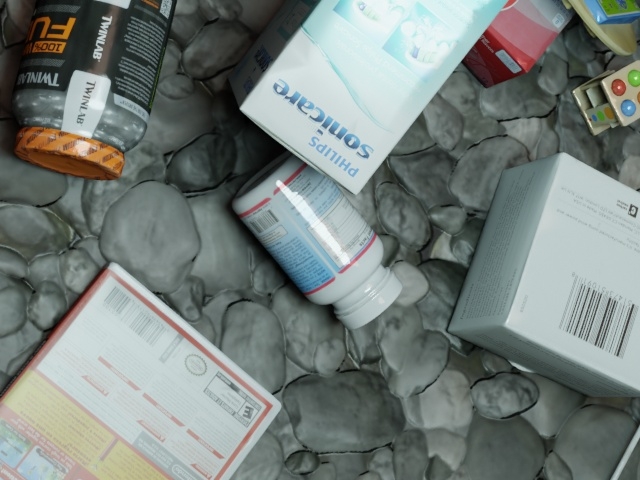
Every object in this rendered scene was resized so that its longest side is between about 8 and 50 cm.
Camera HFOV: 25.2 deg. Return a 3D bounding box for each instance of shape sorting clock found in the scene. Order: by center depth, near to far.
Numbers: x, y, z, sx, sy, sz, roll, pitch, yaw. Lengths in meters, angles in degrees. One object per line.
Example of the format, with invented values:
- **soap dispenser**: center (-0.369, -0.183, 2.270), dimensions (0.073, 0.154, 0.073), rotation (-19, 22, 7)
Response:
- **shape sorting clock**: center (0.245, -0.266, 1.391), dimensions (0.206, 0.040, 0.206), rotation (37, 35, -32)

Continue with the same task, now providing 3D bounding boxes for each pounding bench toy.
- **pounding bench toy**: center (0.311, -0.151, 1.448), dimensions (0.083, 0.065, 0.052), rotation (-30, 96, -23)

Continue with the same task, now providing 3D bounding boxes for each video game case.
- **video game case**: center (-0.191, 0.190, 1.224), dimensions (0.204, 0.025, 0.285), rotation (42, 71, -14)

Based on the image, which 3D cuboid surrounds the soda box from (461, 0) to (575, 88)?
- **soda box**: center (0.116, -0.273, 1.370), dimensions (0.263, 0.083, 0.092), rotation (44, 70, -14)

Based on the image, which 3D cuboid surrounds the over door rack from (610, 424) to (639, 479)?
- **over door rack**: center (0.356, 0.184, 1.331), dimensions (0.108, 0.239, 0.324), rotation (22, 77, -5)

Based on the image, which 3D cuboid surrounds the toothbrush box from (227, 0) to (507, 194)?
- **toothbrush box**: center (0.059, -0.205, 1.213), dimensions (0.126, 0.216, 0.295), rotation (35, 98, -13)

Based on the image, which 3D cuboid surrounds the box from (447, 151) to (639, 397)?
- **box**: center (0.247, 0.038, 1.372), dimensions (0.181, 0.119, 0.182), rotation (25, 75, -18)

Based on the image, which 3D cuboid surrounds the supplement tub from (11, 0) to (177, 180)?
- **supplement tub**: center (-0.192, -0.154, 1.209), dimensions (0.117, 0.117, 0.190), rotation (16, 78, -21)

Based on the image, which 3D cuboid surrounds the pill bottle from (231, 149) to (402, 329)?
- **pill bottle**: center (0.000, 0.000, 1.290), dimensions (0.087, 0.087, 0.160), rotation (-43, 102, -21)
